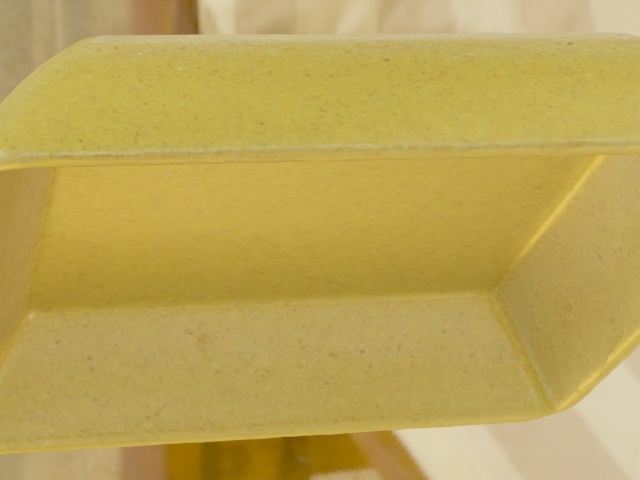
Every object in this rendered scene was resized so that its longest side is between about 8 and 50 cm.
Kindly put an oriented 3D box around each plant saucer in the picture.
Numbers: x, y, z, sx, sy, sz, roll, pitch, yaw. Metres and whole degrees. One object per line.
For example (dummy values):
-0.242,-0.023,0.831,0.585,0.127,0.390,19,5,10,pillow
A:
0.000,0.000,0.811,0.333,0.333,0.081,-2,67,-15,plant saucer
